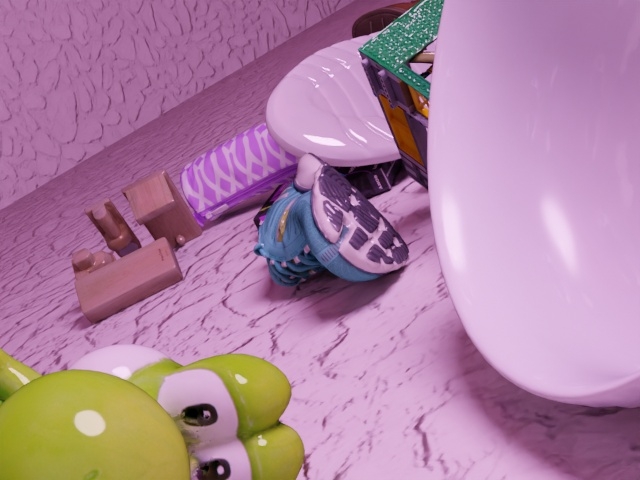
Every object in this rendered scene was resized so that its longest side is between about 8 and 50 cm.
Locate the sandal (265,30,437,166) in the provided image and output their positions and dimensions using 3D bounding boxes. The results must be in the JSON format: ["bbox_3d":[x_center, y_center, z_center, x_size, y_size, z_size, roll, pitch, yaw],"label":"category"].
[{"bbox_3d":[0.118,-0.171,1.204,0.416,0.169,0.102,-30,-30,-30],"label":"sandal"}]

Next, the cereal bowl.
[{"bbox_3d":[0.182,-0.084,0.520,0.141,0.339,0.339,5,6,-19],"label":"cereal bowl"}]

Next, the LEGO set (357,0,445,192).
[{"bbox_3d":[0.205,-0.122,0.887,0.331,0.192,0.255,-45,49,-15],"label":"LEGO set"}]

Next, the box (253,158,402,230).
[{"bbox_3d":[0.012,-0.061,1.185,0.162,0.029,0.116,-19,16,20],"label":"box"}]

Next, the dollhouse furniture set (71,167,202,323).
[{"bbox_3d":[-0.206,0.032,1.239,0.144,0.123,0.151,-27,50,-1],"label":"dollhouse furniture set"}]

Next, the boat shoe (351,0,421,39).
[{"bbox_3d":[0.189,-0.355,1.755,0.307,0.110,0.104,6,30,47],"label":"boat shoe"}]

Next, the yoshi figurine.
[{"bbox_3d":[-0.192,0.136,0.601,0.362,0.203,0.203,-16,34,26],"label":"yoshi figurine"}]

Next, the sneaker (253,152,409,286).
[{"bbox_3d":[0.000,0.000,0.927,0.110,0.107,0.275,-46,11,1],"label":"sneaker"}]

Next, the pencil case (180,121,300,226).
[{"bbox_3d":[-0.083,-0.091,1.307,0.206,0.086,0.088,-26,43,30],"label":"pencil case"}]
